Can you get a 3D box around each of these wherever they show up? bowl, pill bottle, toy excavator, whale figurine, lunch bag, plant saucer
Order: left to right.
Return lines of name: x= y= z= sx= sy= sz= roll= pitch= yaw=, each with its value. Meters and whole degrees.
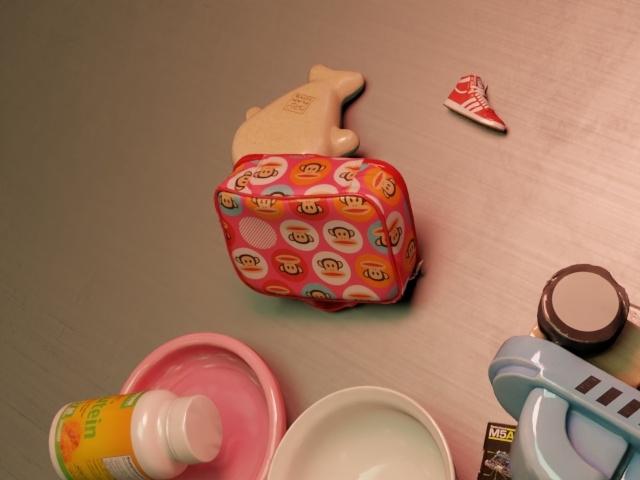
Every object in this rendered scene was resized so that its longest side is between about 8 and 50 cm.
pill bottle: x=-0.277 y=0.298 z=1.952 sx=0.245 sy=0.136 sz=0.136 roll=-12 pitch=67 yaw=28
plant saucer: x=-0.186 y=0.314 z=2.026 sx=0.332 sy=0.084 sz=0.332 roll=-11 pitch=67 yaw=27
whale figurine: x=-0.025 y=-0.166 z=2.093 sx=0.216 sy=0.141 sz=0.272 roll=15 pitch=57 yaw=28
lunch bag: x=0.000 y=0.000 z=1.943 sx=0.293 sy=0.258 sz=0.120 roll=4 pitch=40 yaw=25
bowl: x=0.080 y=0.364 z=1.813 sx=0.297 sy=0.134 sz=0.298 roll=-12 pitch=66 yaw=28
toy excavator: x=0.348 y=0.322 z=1.529 sx=0.433 sy=0.222 sz=0.445 roll=30 pitch=69 yaw=16

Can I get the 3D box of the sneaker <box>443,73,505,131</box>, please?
sneaker: x=0.248 y=-0.214 z=1.977 sx=0.118 sy=0.042 sz=0.067 roll=33 pitch=94 yaw=38

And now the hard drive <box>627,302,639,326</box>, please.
hard drive: x=0.410 y=0.131 z=1.764 sx=0.135 sy=0.022 sz=0.094 roll=24 pitch=86 yaw=35

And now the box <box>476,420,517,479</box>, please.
box: x=0.300 y=0.349 z=1.740 sx=0.190 sy=0.045 sz=0.184 roll=4 pitch=72 yaw=33
